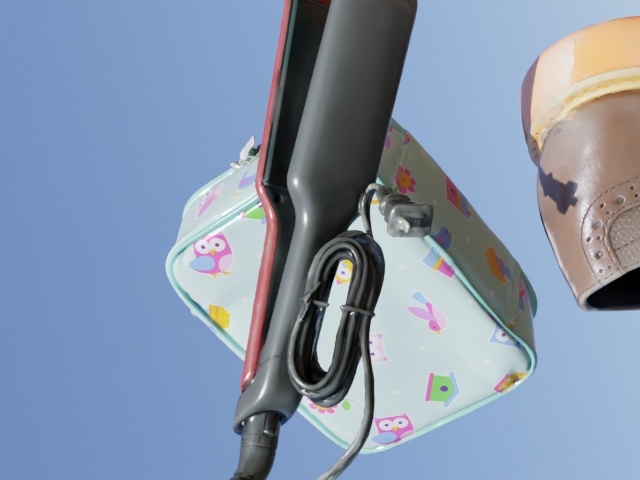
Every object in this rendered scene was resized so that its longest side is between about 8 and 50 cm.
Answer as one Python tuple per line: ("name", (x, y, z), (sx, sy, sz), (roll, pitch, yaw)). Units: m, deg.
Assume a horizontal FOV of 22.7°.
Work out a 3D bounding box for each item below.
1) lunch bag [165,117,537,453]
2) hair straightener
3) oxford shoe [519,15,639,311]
("lunch bag", (0.022, 0.034, 1.273), (0.279, 0.224, 0.108), (47, -149, -22))
("hair straightener", (0.000, 0.000, 0.619), (0.047, 0.089, 0.230), (22, -105, -30))
("oxford shoe", (0.266, 0.001, 0.708), (0.130, 0.364, 0.132), (108, 165, -56))
